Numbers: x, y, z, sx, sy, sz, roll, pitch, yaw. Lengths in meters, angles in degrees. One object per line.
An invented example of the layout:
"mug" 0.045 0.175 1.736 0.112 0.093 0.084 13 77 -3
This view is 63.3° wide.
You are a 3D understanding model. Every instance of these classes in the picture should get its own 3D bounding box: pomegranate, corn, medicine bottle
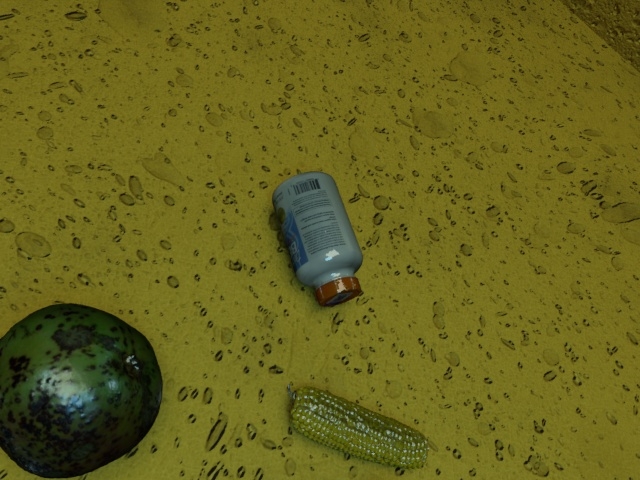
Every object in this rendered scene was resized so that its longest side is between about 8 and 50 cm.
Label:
"pomegranate" -0.449 0.265 0.868 0.341 0.285 0.284 -21 67 10
"corn" 0.066 0.377 1.031 0.311 0.101 0.101 25 59 -4
"medicine bottle" 0.000 0.000 1.172 0.157 0.157 0.288 -10 67 -21
